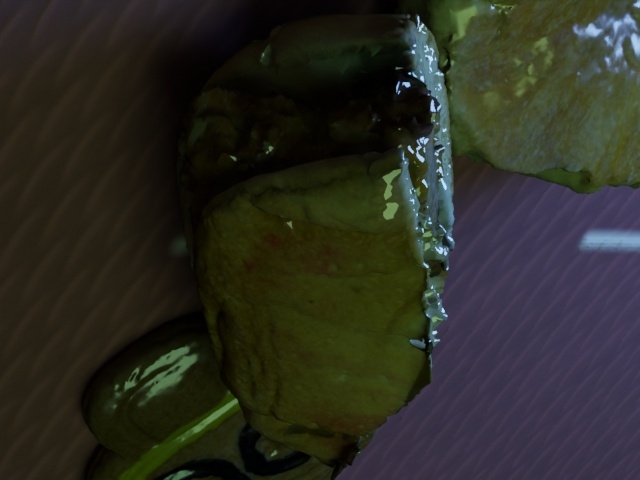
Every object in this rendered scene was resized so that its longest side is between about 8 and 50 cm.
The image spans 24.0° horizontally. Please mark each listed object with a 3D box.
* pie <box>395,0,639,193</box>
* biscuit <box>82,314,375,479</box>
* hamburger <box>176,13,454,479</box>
[{"bbox_3d":[0.194,-0.162,0.929,0.339,0.083,0.339,-18,139,-17],"label":"pie"},{"bbox_3d":[-0.066,0.157,1.078,0.208,0.041,0.290,-36,139,0],"label":"biscuit"},{"bbox_3d":[0.000,0.000,0.877,0.245,0.155,0.282,36,135,-23],"label":"hamburger"}]
